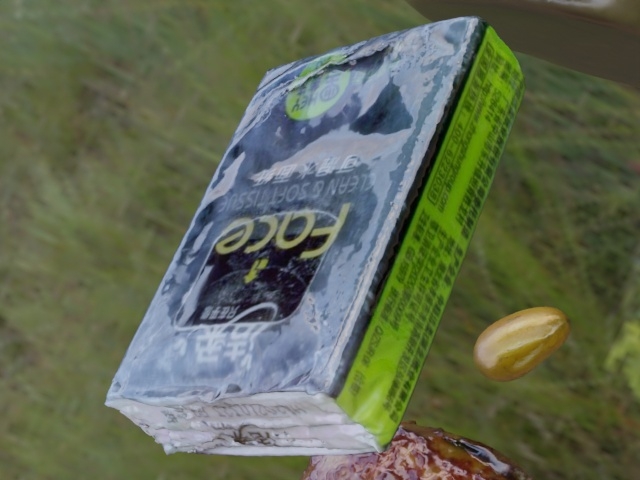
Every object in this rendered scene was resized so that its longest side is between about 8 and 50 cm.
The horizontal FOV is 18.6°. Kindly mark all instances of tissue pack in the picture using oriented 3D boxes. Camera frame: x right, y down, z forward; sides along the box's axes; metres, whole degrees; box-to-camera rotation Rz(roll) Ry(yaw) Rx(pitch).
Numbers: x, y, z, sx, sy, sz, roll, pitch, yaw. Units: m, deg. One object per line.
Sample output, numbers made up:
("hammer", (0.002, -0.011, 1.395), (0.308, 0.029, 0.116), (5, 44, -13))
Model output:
("tissue pack", (0.000, 0.000, 1.036), (0.173, 0.073, 0.235), (-6, 51, 46))

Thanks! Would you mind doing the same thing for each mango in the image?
("mango", (0.154, 0.077, 1.468), (0.089, 0.046, 0.060), (-28, 7, 44))

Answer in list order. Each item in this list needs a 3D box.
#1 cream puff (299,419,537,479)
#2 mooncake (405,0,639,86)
("cream puff", (0.079, 0.233, 1.334), (0.240, 0.240, 0.164), (-32, 14, 51))
("mooncake", (0.173, -0.181, 1.281), (0.235, 0.235, 0.117), (7, 78, 66))
